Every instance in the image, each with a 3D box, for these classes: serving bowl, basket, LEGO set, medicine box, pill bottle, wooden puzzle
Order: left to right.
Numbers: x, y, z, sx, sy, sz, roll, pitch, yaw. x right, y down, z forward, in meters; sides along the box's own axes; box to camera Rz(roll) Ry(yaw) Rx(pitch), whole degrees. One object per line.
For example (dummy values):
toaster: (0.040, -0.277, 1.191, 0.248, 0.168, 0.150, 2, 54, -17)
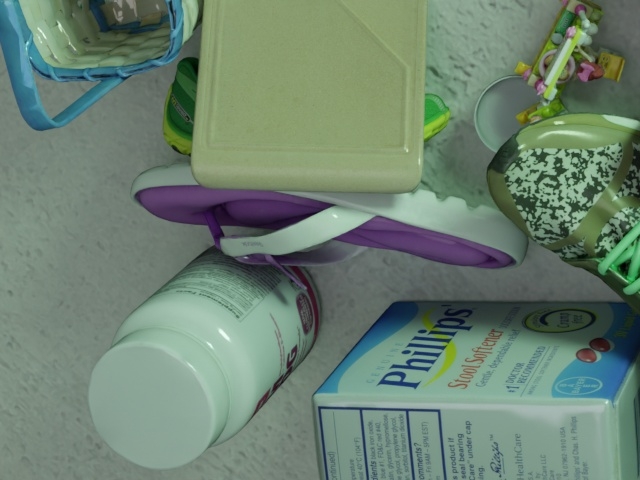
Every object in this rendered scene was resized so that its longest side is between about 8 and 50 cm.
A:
basket: (-0.235, -0.258, 1.767, 0.201, 0.289, 0.255, -8, 105, 22)
pill bottle: (-0.117, 0.114, 1.860, 0.160, 0.283, 0.160, 7, 111, 18)
wooden puzzle: (-0.008, -0.160, 1.779, 0.221, 0.044, 0.239, 2, 73, 4)
medicine box: (0.172, 0.170, 1.785, 0.289, 0.263, 0.149, 0, 108, 20)
serving bowl: (0.191, -0.125, 1.800, 0.083, 0.027, 0.083, 1, 111, 2)
LEGO set: (0.249, -0.121, 1.726, 0.132, 0.107, 0.287, 3, 110, 1)

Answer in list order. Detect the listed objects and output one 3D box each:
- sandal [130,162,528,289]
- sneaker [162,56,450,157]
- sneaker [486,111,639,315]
sandal: (-0.004, -0.005, 1.833, 0.416, 0.169, 0.102, 7, 74, 17)
sneaker: (-0.019, -0.137, 1.831, 0.295, 0.109, 0.123, 2, 103, 13)
sneaker: (0.334, 0.029, 1.670, 0.410, 0.182, 0.158, 31, 111, -16)
